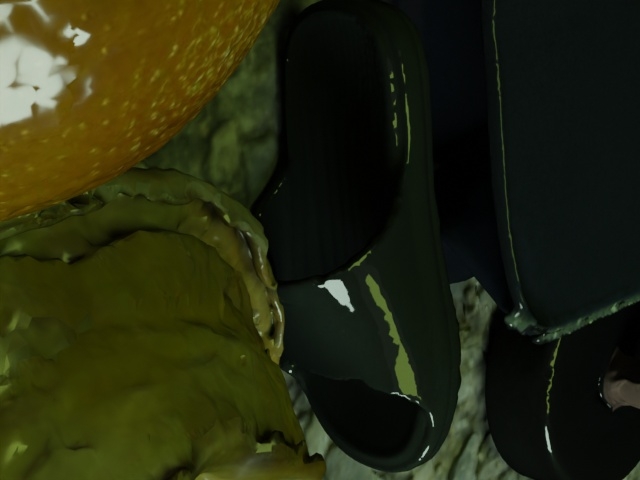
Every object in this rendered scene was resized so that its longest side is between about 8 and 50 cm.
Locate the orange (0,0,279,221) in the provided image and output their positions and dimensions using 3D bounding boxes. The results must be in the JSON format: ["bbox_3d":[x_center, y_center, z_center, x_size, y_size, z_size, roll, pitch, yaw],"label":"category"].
[{"bbox_3d":[-0.134,-0.129,0.477,0.274,0.274,0.274,-12,107,-44],"label":"orange"}]

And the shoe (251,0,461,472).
[{"bbox_3d":[0.000,0.000,0.758,0.093,0.108,0.241,-9,98,-43],"label":"shoe"}]

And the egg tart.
[{"bbox_3d":[-0.110,0.139,0.605,0.345,0.132,0.345,-37,144,-33],"label":"egg tart"}]

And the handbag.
[{"bbox_3d":[0.161,-0.136,0.878,0.303,0.122,0.329,-18,111,-39],"label":"handbag"}]

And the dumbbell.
[{"bbox_3d":[0.226,0.096,0.925,0.152,0.218,0.152,-11,105,-45],"label":"dumbbell"}]
